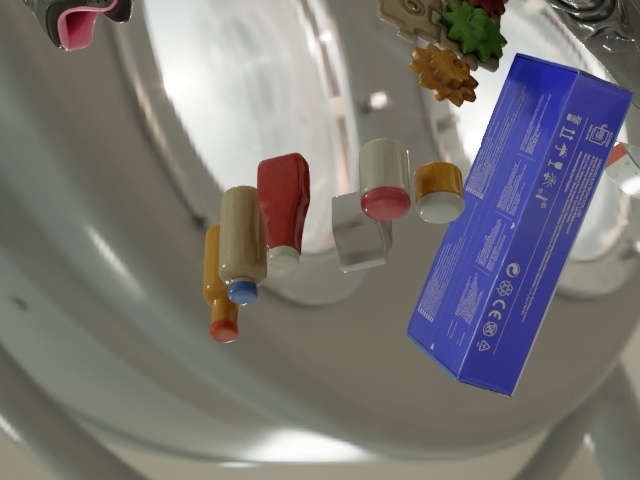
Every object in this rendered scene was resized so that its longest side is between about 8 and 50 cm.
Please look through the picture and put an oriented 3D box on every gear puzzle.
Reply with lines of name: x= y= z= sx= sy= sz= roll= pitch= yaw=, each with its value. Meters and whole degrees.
gear puzzle: x=0.143 y=-0.282 z=1.562 sx=0.175 sy=0.044 sz=0.339 roll=23 pitch=-133 yaw=-16

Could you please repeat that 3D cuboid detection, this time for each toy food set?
toy food set: x=0.000 y=0.000 z=1.096 sx=0.111 sy=0.232 sz=0.104 roll=55 pitch=-152 yaw=-52

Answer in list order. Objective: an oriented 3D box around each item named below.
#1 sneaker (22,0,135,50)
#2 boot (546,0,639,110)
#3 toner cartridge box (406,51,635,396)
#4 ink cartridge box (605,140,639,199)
sneaker: x=-0.093 y=-0.129 z=0.618 sx=0.047 sy=0.119 sz=0.057 roll=-15 pitch=-106 yaw=-53
boot: x=0.344 y=-0.250 z=1.578 sx=0.118 sy=0.338 sz=0.223 roll=-52 pitch=-34 yaw=7
toner cartridge box: x=0.211 y=-0.022 z=1.488 sx=0.075 sy=0.165 sz=0.347 roll=18 pitch=-81 yaw=-19
ink cartridge box: x=0.493 y=-0.112 z=2.184 sx=0.189 sy=0.232 sz=0.066 roll=73 pitch=-149 yaw=-85
